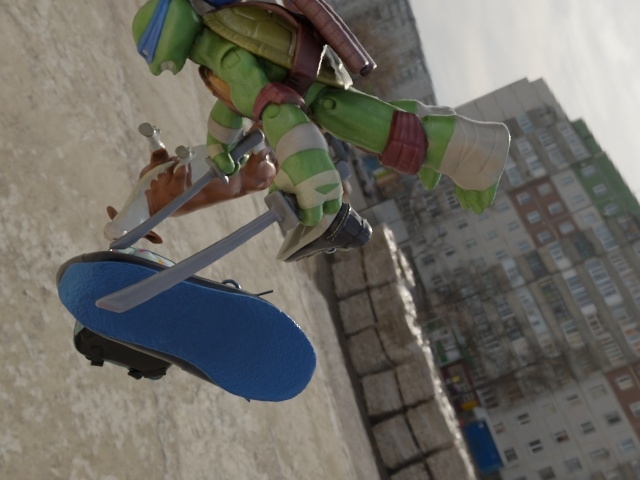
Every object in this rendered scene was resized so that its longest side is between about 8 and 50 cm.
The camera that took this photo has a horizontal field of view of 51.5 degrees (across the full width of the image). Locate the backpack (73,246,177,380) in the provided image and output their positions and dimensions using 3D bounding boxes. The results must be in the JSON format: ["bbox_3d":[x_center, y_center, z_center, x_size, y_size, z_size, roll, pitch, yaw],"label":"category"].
[{"bbox_3d":[-0.279,0.094,1.014,0.165,0.144,0.188,27,25,-35],"label":"backpack"}]

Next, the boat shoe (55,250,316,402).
[{"bbox_3d":[-0.112,0.066,0.608,0.258,0.109,0.089,37,-10,-33],"label":"boat shoe"}]

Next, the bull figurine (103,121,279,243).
[{"bbox_3d":[-0.193,-0.100,1.011,0.101,0.310,0.188,53,-32,20],"label":"bull figurine"}]

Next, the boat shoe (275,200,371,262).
[{"bbox_3d":[0.000,0.000,0.794,0.065,0.075,0.206,30,-17,-11],"label":"boat shoe"}]

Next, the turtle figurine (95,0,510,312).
[{"bbox_3d":[-0.018,-0.053,0.498,0.198,0.266,0.275,143,-46,-65],"label":"turtle figurine"}]
